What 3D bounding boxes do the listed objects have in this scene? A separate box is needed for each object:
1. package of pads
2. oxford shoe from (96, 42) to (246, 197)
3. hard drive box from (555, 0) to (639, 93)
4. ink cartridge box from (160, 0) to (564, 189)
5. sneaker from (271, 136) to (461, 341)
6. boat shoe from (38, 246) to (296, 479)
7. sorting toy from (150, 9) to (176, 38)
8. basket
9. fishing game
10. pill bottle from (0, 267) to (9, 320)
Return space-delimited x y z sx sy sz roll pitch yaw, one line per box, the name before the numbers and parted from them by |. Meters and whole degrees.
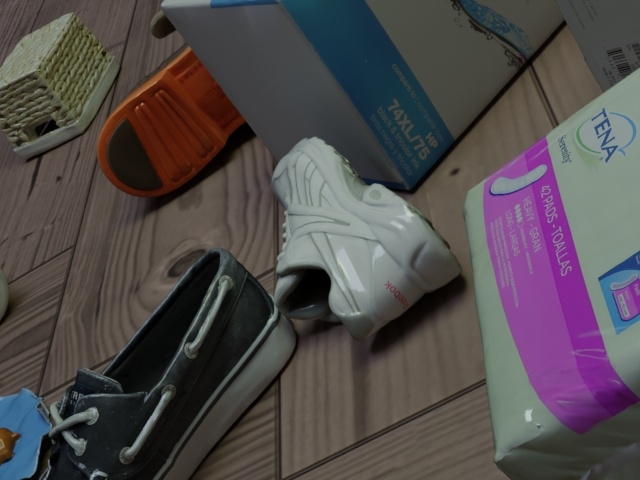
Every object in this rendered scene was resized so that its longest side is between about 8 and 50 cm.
package of pads | 0.214 -0.016 0.616 0.296 0.101 0.229 -36 26 24
oxford shoe | -0.071 -0.190 1.218 0.363 0.130 0.133 -32 21 6
hard drive box | 0.268 -0.198 0.780 0.232 0.181 0.089 -11 36 38
ink cartridge box | 0.053 -0.211 1.023 0.270 0.197 0.198 -47 29 -18
sneaker | 0.000 0.000 0.889 0.115 0.090 0.232 -43 27 -4
boat shoe | -0.138 0.131 0.829 0.301 0.102 0.108 -49 30 -21
sorting toy | -0.068 -0.280 1.238 0.196 0.047 0.348 -35 8 32
basket | -0.350 -0.204 1.573 0.113 0.103 0.167 -21 31 26
fishing game | -0.297 0.191 0.989 0.189 0.041 0.264 -41 28 -2
pill bottle | -0.397 0.047 1.257 0.094 0.094 0.169 -49 30 -21
